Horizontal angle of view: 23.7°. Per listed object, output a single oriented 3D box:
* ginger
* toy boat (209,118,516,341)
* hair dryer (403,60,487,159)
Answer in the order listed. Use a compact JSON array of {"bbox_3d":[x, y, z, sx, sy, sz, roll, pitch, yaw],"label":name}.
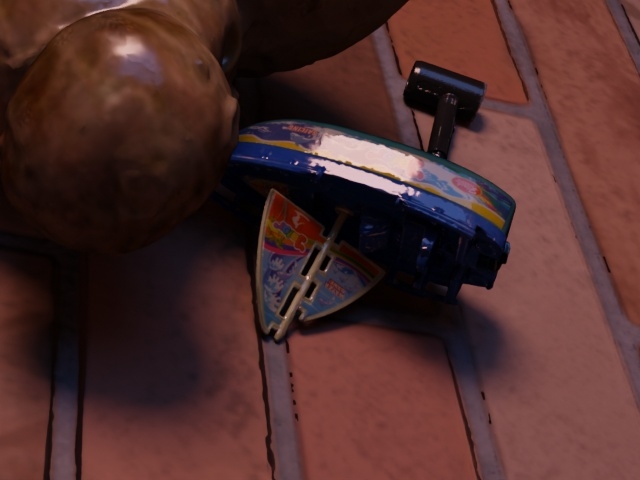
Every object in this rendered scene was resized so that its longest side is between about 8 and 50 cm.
[{"bbox_3d":[-0.082,-0.107,0.741,0.244,0.155,0.304,3,40,34],"label":"ginger"},{"bbox_3d":[0.000,0.000,0.744,0.175,0.091,0.110,21,64,9],"label":"toy boat"},{"bbox_3d":[0.070,-0.072,0.908,0.047,0.026,0.083,18,44,-3],"label":"hair dryer"}]
